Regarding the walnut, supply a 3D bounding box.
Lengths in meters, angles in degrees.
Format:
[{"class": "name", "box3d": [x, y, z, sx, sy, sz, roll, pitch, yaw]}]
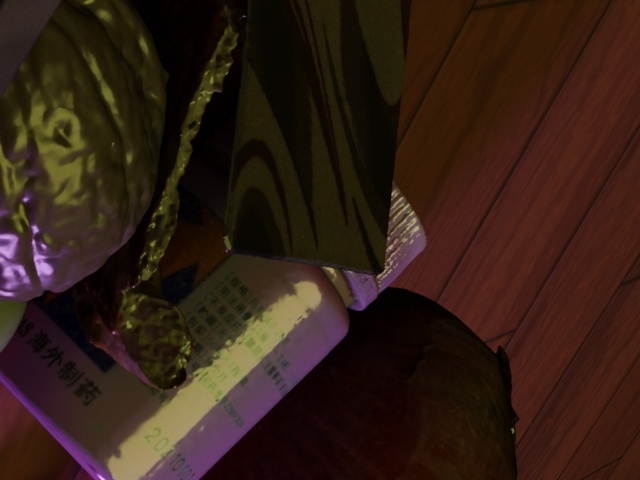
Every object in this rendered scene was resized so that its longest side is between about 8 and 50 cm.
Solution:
[{"class": "walnut", "box3d": [-0.167, -0.072, 0.997, 0.178, 0.178, 0.230, -33, 145, -30]}]

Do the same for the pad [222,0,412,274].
[{"class": "pad", "box3d": [0.010, -0.147, 1.160, 0.220, 0.004, 0.330, 8, 87, -62]}]

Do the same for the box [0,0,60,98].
[{"class": "box", "box3d": [-0.257, -0.088, 0.807, 0.252, 0.188, 0.153, -54, 158, 19]}]

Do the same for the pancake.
[{"class": "pancake", "box3d": [-0.107, -0.034, 1.140, 0.212, 0.056, 0.257, -10, -118, 65]}]

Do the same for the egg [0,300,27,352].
[{"class": "egg", "box3d": [-0.240, 0.034, 1.103, 0.152, 0.114, 0.114, -26, 148, -41]}]

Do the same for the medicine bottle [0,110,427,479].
[{"class": "medicine bottle", "box3d": [-0.081, 0.042, 1.309, 0.290, 0.178, 0.178, -44, 156, -9]}]

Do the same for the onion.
[{"class": "onion", "box3d": [0.008, 0.191, 1.534, 0.353, 0.353, 0.354, -38, 155, -22]}]
